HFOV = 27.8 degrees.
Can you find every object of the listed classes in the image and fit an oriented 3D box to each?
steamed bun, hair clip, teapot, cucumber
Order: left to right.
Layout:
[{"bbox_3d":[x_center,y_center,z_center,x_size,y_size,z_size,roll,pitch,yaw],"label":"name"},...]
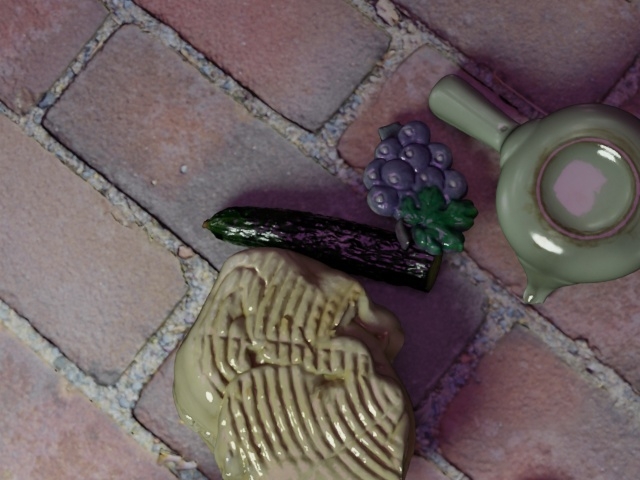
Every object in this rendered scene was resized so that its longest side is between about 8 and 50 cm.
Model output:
[{"bbox_3d":[-0.026,0.176,1.464,0.289,0.203,0.276,27,72,-4],"label":"steamed bun"},{"bbox_3d":[0.000,0.000,1.565,0.294,0.067,0.067,13,79,10],"label":"cucumber"},{"bbox_3d":[0.113,-0.059,1.554,0.124,0.052,0.195,-20,61,-10],"label":"hair clip"},{"bbox_3d":[0.279,-0.096,1.517,0.220,0.149,0.318,-26,78,8],"label":"teapot"}]
